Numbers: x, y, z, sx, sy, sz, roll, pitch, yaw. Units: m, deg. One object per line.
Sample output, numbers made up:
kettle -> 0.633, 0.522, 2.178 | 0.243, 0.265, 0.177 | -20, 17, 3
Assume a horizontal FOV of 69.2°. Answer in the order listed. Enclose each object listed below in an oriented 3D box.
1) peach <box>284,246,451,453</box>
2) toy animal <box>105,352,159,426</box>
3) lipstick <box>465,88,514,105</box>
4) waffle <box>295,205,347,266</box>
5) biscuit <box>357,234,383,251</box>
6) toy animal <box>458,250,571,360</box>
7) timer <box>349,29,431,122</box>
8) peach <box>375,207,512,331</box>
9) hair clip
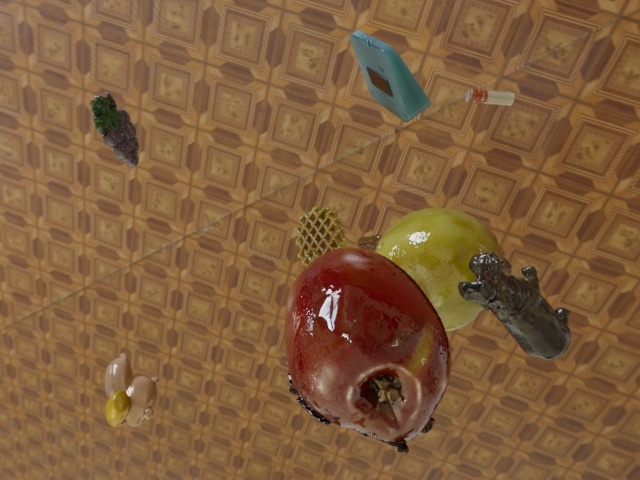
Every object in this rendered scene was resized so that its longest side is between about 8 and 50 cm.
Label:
peach -> 0.073, 0.119, 0.743 | 0.257, 0.362, 0.201 | 5, 125, -4
toy animal -> -0.301, 0.246, 0.745 | 0.082, 0.114, 0.091 | 0, 131, -29
lipstick -> 0.492, -0.415, 1.349 | 0.130, 0.038, 0.038 | 4, 118, -2
waffle -> -0.001, 0.000, 1.709 | 0.253, 0.056, 0.249 | 12, 102, 46
biscuit -> 0.324, 0.039, 1.869 | 0.359, 0.359, 0.046 | 11, 81, 9
toy animal -> 0.410, 0.127, 0.989 | 0.343, 0.168, 0.106 | 35, 139, -26
timer -> 0.201, -0.494, 1.360 | 0.091, 0.232, 0.250 | -37, 135, 1
peach -> 0.307, 0.066, 1.212 | 0.315, 0.281, 0.314 | -35, 84, 28
hair clip -> -0.489, -0.261, 1.107 | 0.052, 0.124, 0.195 | -8, 145, 7
